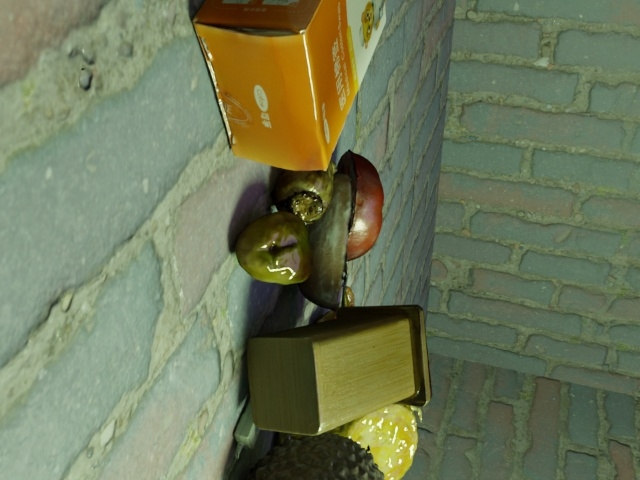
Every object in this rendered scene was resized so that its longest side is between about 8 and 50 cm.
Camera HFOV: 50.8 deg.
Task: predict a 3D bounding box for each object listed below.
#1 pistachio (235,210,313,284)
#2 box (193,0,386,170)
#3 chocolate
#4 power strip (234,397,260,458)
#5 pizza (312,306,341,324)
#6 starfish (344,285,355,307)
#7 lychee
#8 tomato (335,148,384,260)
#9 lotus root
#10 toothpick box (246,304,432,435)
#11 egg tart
[{"bbox_3d":[-0.059,0.010,1.027,0.189,0.100,0.110,16,88,-73],"label":"pistachio"},{"bbox_3d":[-0.021,-0.289,0.899,0.225,0.143,0.341,79,24,-52],"label":"box"},{"bbox_3d":[-0.001,-0.001,1.251,0.161,0.083,0.261,-178,-85,-78],"label":"chocolate"},{"bbox_3d":[-0.108,0.287,1.158,0.047,0.030,0.191,82,23,-47],"label":"power strip"},{"bbox_3d":[0.048,0.248,1.555,0.161,0.085,0.305,-64,156,-15],"label":"pizza"},{"bbox_3d":[0.068,0.221,1.734,0.227,0.043,0.241,-57,150,-57],"label":"starfish"},{"bbox_3d":[-0.007,0.484,1.169,0.300,0.300,0.300,10,90,-75],"label":"lychee"},{"bbox_3d":[0.073,-0.063,1.326,0.225,0.085,0.225,-172,-90,-80],"label":"tomato"},{"bbox_3d":[-0.020,-0.100,1.135,0.191,0.094,0.108,-70,-175,-58],"label":"lotus root"},{"bbox_3d":[0.033,0.221,1.171,0.308,0.190,0.188,-3,89,-53],"label":"toothpick box"},{"bbox_3d":[0.080,0.420,1.432,0.387,0.169,0.388,-10,105,-38],"label":"egg tart"}]
